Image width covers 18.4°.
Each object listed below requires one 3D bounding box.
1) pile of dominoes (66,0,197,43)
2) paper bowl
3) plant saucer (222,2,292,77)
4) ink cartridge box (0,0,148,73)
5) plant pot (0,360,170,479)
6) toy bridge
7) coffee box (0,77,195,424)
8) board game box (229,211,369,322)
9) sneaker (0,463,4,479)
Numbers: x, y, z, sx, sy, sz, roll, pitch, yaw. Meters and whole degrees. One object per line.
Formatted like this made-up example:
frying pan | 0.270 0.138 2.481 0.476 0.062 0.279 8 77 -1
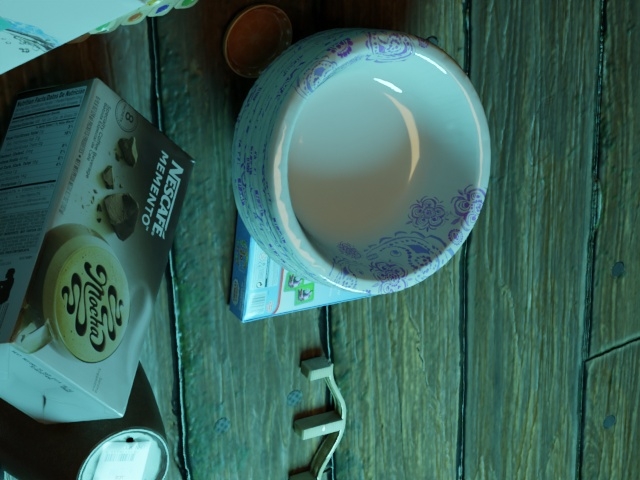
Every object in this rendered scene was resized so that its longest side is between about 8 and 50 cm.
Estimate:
pile of dominoes | -0.124 -0.262 1.954 0.251 0.040 0.196 -21 164 -26
paper bowl | 0.032 -0.090 2.142 0.284 0.148 0.284 -6 102 -31
plant saucer | -0.069 -0.215 2.115 0.083 0.013 0.083 -18 124 -28
ink cartridge box | -0.300 -0.280 1.699 0.270 0.198 0.197 -20 143 34
plant pot | -0.258 0.183 2.064 0.215 0.230 0.215 -17 124 -27
toy bridge | -0.001 0.226 2.412 0.063 0.026 0.188 -13 123 -31
coffee box | -0.249 0.010 1.948 0.168 0.119 0.297 41 53 -42
board game box | 0.000 0.000 2.272 0.211 0.039 0.160 -10 120 -30
sneaker | -0.422 0.347 2.067 0.147 0.130 0.330 20 117 -15
